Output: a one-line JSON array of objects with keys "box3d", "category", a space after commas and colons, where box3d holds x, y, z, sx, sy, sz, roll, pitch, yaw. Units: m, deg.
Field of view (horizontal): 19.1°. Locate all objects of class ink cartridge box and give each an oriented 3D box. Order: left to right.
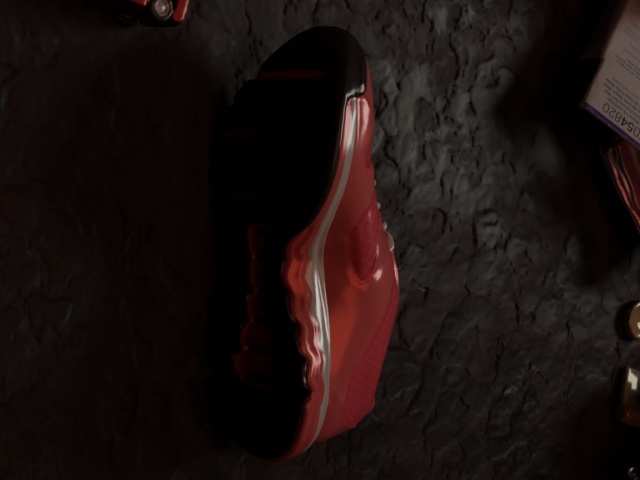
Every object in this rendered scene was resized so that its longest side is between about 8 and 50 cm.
[{"box3d": [0.332, -0.137, 1.646, 0.223, 0.045, 0.224, 37, 65, -18], "category": "ink cartridge box"}]

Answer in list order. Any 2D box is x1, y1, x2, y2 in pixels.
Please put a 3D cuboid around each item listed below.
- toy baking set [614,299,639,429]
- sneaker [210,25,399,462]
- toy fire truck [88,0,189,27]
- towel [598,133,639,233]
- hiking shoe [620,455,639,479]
[{"box3d": [0.360, 0.104, 1.742, 0.256, 0.030, 0.197, -10, 99, -39], "category": "toy baking set"}, {"box3d": [-0.001, 0.000, 1.396, 0.136, 0.116, 0.314, -3, 102, -50], "category": "sneaker"}, {"box3d": [-0.158, -0.232, 1.267, 0.192, 0.047, 0.135, 20, 79, -40], "category": "toy fire truck"}, {"box3d": [0.346, -0.064, 1.679, 0.197, 0.029, 0.144, -32, 96, -27], "category": "towel"}, {"box3d": [0.352, 0.143, 1.667, 0.114, 0.086, 0.227, 45, 66, -27], "category": "hiking shoe"}]
